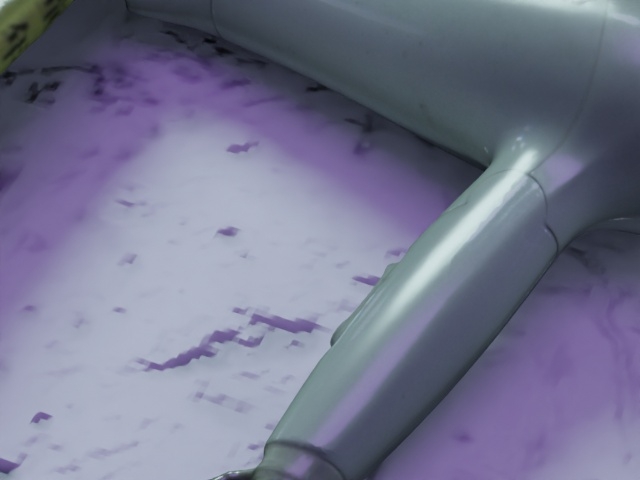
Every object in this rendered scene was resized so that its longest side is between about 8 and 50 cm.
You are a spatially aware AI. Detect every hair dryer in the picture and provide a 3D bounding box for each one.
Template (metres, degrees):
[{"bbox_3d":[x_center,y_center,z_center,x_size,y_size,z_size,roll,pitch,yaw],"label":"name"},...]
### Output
[{"bbox_3d":[0.000,0.000,0.506,0.206,0.075,0.237,20,59,20],"label":"hair dryer"}]

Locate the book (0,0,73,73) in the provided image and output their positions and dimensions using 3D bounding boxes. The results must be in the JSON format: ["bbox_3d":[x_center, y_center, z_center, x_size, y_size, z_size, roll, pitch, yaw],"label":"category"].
[{"bbox_3d":[-0.206,-0.069,0.518,0.239,0.035,0.352,20,47,20],"label":"book"}]
